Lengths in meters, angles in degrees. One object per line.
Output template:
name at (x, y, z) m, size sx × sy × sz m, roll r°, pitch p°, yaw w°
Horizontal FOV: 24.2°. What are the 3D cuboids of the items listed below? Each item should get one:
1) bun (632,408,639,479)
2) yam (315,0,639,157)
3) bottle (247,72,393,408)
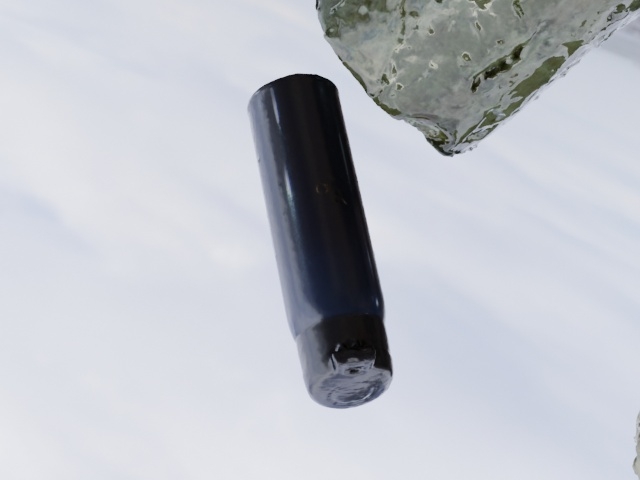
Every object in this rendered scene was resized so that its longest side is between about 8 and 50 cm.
bun at (0.370, 0.206, 1.420) m, size 0.146 × 0.287 × 0.287 m, roll 7°, pitch -170°, yaw 6°
yam at (0.157, -0.224, 1.114) m, size 0.195 × 0.300 × 0.195 m, roll 40°, pitch -154°, yaw -23°
bottle at (0.000, 0.000, 1.084) m, size 0.072 × 0.244 × 0.082 m, roll -6°, pitch 153°, yaw -11°
